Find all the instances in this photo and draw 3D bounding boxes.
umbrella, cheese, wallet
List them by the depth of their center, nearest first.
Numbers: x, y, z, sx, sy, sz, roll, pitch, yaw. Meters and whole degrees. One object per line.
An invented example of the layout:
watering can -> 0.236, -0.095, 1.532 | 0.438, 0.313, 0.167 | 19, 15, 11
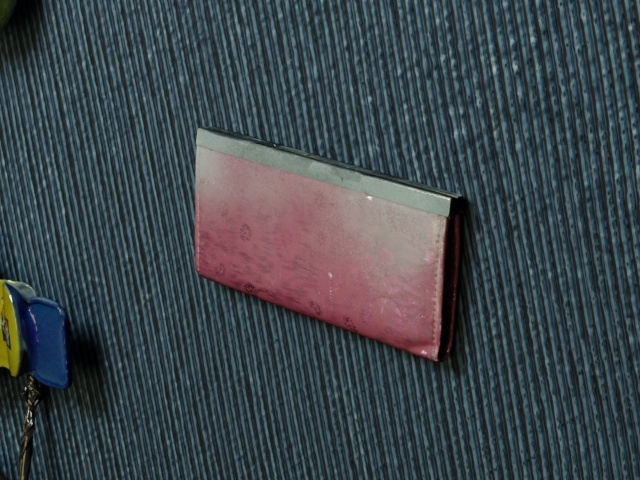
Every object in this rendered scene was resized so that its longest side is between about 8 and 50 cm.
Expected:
wallet -> 0.000, 0.000, 1.300 | 0.232, 0.025, 0.119 | 18, 114, 38
cheese -> -0.289, 0.061, 1.556 | 0.250, 0.064, 0.157 | 12, 112, 42
umbrella -> -0.246, 0.156, 1.561 | 0.022, 0.022, 0.149 | 13, 95, 52

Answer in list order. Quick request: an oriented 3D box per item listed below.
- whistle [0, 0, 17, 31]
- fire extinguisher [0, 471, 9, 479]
whistle -> -0.253, -0.247, 1.447 | 0.104, 0.057, 0.198 | 49, 123, 41
fire extinguisher -> -0.291, 0.222, 1.608 | 0.267, 0.072, 0.089 | 38, 89, 29
